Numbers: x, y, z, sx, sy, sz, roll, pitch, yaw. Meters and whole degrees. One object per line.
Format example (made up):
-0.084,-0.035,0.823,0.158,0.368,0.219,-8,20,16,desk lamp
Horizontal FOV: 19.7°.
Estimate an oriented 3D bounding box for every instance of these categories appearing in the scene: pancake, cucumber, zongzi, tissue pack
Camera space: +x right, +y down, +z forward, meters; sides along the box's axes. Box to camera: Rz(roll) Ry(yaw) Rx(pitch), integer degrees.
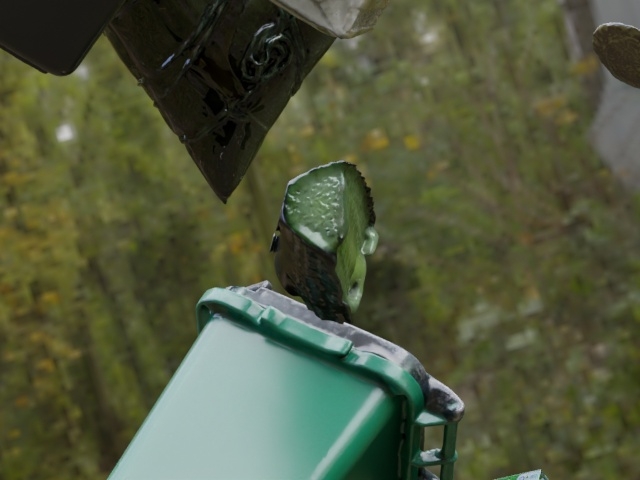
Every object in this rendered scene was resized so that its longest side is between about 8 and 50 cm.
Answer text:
0.355,-0.205,2.080,0.011,0.115,0.115,-51,11,-19,pancake
0.000,0.000,1.492,0.086,0.115,0.193,11,-16,4,cucumber
-0.173,-0.301,2.194,0.319,0.383,0.362,-50,20,7,zongzi
-0.007,-0.250,1.634,0.092,0.148,0.196,-59,-2,10,tissue pack

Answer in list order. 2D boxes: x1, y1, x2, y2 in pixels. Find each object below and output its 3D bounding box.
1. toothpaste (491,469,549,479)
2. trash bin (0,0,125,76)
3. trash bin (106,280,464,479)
0.196,0.257,1.911,0.083,0.020,0.017,-18,34,32,toothpaste
-0.168,-0.275,1.218,0.290,0.209,0.182,-57,26,6,trash bin
-0.062,0.265,1.822,0.381,0.295,0.259,-53,-23,-35,trash bin
